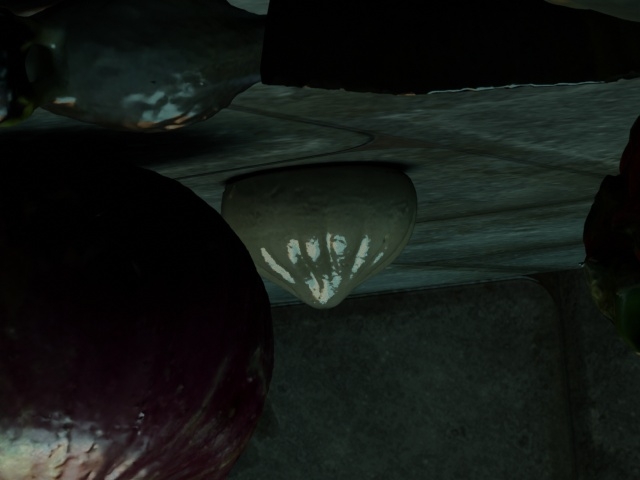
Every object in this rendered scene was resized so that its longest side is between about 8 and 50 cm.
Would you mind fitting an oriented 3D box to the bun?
[{"bbox_3d":[0.000,0.000,1.184,0.138,0.094,0.138,-3,172,0],"label":"bun"}]

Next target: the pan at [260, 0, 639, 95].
[{"bbox_3d":[0.083,-0.075,0.491,0.202,0.048,0.128,-3,-162,0],"label":"pan"}]

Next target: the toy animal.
[{"bbox_3d":[-0.067,-0.068,0.599,0.202,0.070,0.105,-7,-172,-9],"label":"toy animal"}]

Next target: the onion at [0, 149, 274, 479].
[{"bbox_3d":[-0.163,0.052,0.972,0.256,0.272,0.230,-8,153,-49],"label":"onion"}]

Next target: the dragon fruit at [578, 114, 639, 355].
[{"bbox_3d":[0.251,-0.006,0.812,0.274,0.193,0.192,-4,146,-10],"label":"dragon fruit"}]

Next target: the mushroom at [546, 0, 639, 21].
[{"bbox_3d":[0.049,-0.083,0.273,0.109,0.097,0.351,-12,176,18],"label":"mushroom"}]
